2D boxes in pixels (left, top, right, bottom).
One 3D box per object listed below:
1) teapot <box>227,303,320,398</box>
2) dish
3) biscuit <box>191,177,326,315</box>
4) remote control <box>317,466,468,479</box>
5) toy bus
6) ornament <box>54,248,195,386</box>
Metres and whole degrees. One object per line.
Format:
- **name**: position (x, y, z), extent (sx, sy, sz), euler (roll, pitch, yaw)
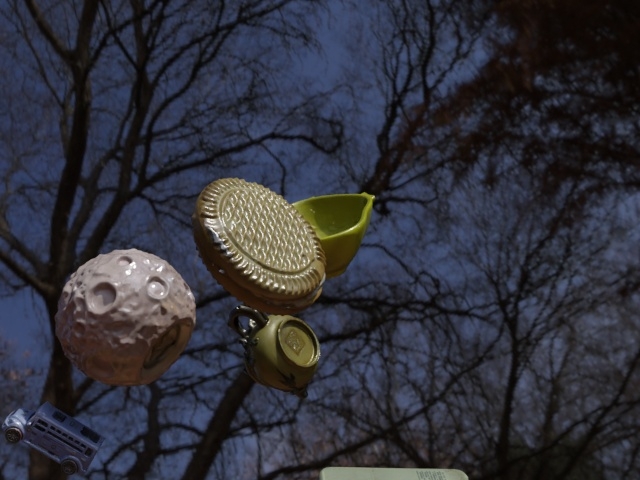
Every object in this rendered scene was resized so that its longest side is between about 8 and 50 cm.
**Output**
- **teapot**: position (-0.112, 0.253, 1.864), extent (0.269, 0.173, 0.182), euler (45, -51, -11)
- **dish**: position (0.000, 0.000, 1.595), extent (0.221, 0.262, 0.108), euler (-2, -69, 23)
- **biscuit**: position (-0.096, 0.007, 1.339), extent (0.259, 0.259, 0.079), euler (14, -46, -36)
- **remote control**: position (0.149, 0.481, 1.637), extent (0.309, 0.090, 0.038), euler (3, -74, -7)
- **toy bus**: position (-0.470, 0.341, 1.465), extent (0.167, 0.073, 0.076), euler (33, -82, -7)
- **ornament**: position (-0.364, 0.138, 1.531), extent (0.259, 0.225, 0.259), euler (-47, -20, -22)
